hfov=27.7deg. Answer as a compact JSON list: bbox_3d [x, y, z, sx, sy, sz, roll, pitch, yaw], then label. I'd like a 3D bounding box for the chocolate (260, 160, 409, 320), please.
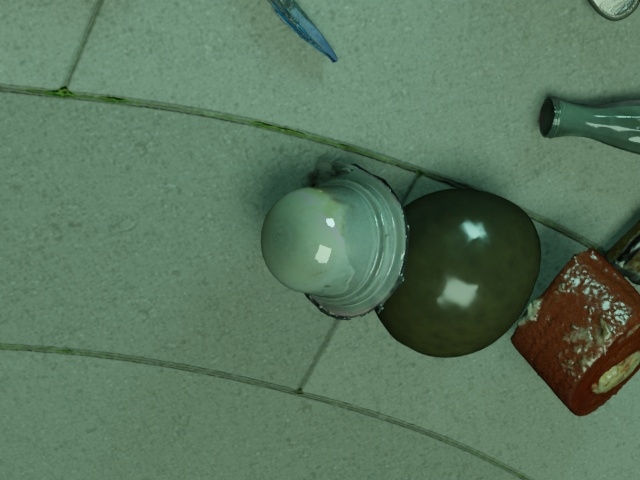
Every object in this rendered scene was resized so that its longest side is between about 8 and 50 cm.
[{"bbox_3d":[0.000,-0.008,1.678,0.147,0.221,0.221,16,118,-49],"label":"chocolate"}]

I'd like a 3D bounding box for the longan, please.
[{"bbox_3d":[0.186,0.043,1.774,0.248,0.248,0.248,-7,123,-11],"label":"longan"}]

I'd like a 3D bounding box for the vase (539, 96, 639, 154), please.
[{"bbox_3d":[0.409,-0.159,1.787,0.214,0.086,0.086,4,120,-12],"label":"vase"}]

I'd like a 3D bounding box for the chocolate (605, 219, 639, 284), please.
[{"bbox_3d":[0.542,-0.069,1.888,0.102,0.065,0.329,23,115,-41],"label":"chocolate"}]

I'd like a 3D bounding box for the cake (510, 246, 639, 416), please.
[{"bbox_3d":[0.376,0.139,1.857,0.177,0.151,0.283,-40,157,-1],"label":"cake"}]

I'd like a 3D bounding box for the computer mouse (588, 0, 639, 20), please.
[{"bbox_3d":[0.376,-0.330,1.693,0.066,0.039,0.096,-40,115,11],"label":"computer mouse"}]

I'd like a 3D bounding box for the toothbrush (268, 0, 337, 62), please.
[{"bbox_3d":[-0.103,-0.353,1.554,0.042,0.035,0.413,-50,124,-10],"label":"toothbrush"}]
